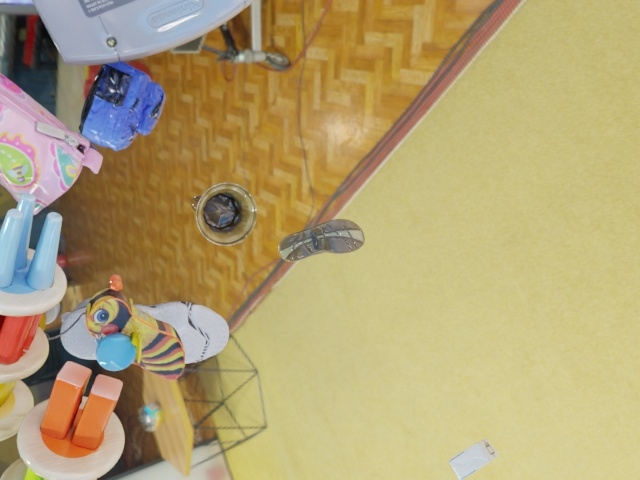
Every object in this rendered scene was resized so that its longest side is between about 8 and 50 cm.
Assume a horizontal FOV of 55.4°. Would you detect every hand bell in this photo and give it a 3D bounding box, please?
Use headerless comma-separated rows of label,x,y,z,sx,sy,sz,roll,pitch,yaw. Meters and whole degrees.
hand bell,-0.238,-0.068,1.307,0.242,0.126,0.126,17,115,61

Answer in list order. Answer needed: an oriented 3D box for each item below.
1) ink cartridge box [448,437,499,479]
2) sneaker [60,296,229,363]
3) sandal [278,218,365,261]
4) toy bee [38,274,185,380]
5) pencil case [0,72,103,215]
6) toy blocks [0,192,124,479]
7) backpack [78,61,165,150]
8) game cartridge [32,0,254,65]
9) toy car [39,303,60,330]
ink cartridge box,0.208,0.292,0.817,0.048,0.083,0.028,-38,65,13
sneaker,-0.405,0.192,1.389,0.210,0.365,0.138,7,92,60
sandal,0.000,0.000,1.239,0.049,0.180,0.072,-169,66,-81
toy bee,-0.369,0.156,1.125,0.195,0.298,0.162,35,101,40
pencil case,-0.382,-0.149,0.660,0.284,0.124,0.124,43,165,-35
toy blocks,-0.144,0.063,0.315,0.123,0.054,0.148,40,120,21
backpack,-0.282,-0.185,0.865,0.120,0.101,0.098,-64,10,2
game cartridge,-0.213,-0.343,0.761,0.198,0.297,0.062,67,167,-18
toy car,-0.632,0.117,1.230,0.136,0.159,0.182,-13,96,16
